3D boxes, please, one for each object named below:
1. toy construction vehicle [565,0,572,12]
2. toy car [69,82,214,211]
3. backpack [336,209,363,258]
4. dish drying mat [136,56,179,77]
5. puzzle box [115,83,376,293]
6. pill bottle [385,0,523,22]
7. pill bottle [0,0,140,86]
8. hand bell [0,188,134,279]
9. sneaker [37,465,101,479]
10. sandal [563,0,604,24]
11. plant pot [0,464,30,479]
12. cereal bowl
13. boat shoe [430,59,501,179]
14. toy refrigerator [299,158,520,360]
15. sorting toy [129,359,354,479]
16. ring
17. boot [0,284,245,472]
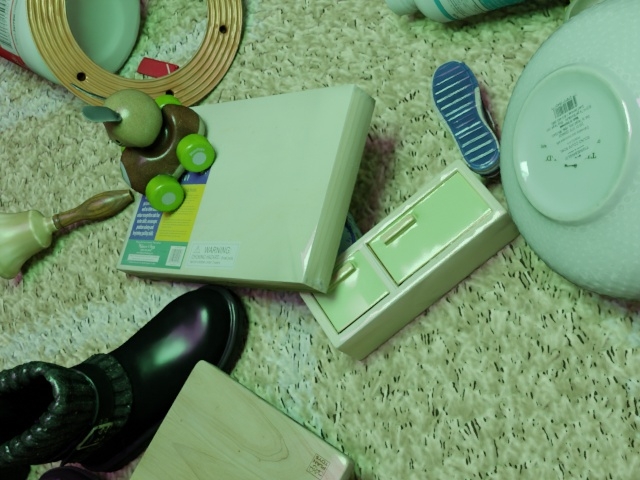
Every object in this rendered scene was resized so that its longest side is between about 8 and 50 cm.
[{"bbox_3d":[0.359,-0.353,1.117,0.085,0.035,0.098,-8,68,23],"label":"toy construction vehicle"},{"bbox_3d":[-0.272,-0.155,1.177,0.149,0.188,0.155,-50,45,12],"label":"toy car"},{"bbox_3d":[0.000,0.000,1.130,0.105,0.084,0.114,-37,63,12],"label":"backpack"},{"bbox_3d":[-0.280,-0.295,1.419,0.083,0.008,0.032,20,82,30],"label":"dish drying mat"},{"bbox_3d":[-0.120,-0.071,1.170,0.408,0.052,0.272,2,72,43],"label":"puzzle box"},{"bbox_3d":[0.213,-0.385,1.123,0.264,0.146,0.146,-7,68,34],"label":"pill bottle"},{"bbox_3d":[-0.531,-0.435,1.464,0.407,0.229,0.229,28,85,31],"label":"pill bottle"},{"bbox_3d":[-0.420,-0.035,1.352,0.242,0.126,0.126,-20,63,4],"label":"hand bell"},{"bbox_3d":[-0.314,0.440,1.084,0.125,0.139,0.341,-43,57,9],"label":"sneaker"},{"bbox_3d":[0.427,-0.221,0.998,0.302,0.086,0.120,34,88,22],"label":"sandal"},{"bbox_3d":[-0.546,0.357,1.211,0.188,0.167,0.188,16,79,30],"label":"plant pot"},{"bbox_3d":[0.311,-0.099,0.885,0.339,0.141,0.339,7,98,59],"label":"cereal bowl"},{"bbox_3d":[0.196,-0.157,1.103,0.066,0.066,0.183,-22,61,18],"label":"boat shoe"},{"bbox_3d":[0.111,0.027,1.060,0.269,0.094,0.102,-39,60,8],"label":"toy refrigerator"},{"bbox_3d":[-0.108,0.330,1.055,0.257,0.089,0.255,27,85,31],"label":"sorting toy"},{"bbox_3d":[-0.289,-0.364,1.306,0.337,0.336,0.032,-58,20,-3],"label":"ring"},{"bbox_3d":[-0.275,0.176,1.092,0.348,0.260,0.131,-49,59,1],"label":"boot"}]
